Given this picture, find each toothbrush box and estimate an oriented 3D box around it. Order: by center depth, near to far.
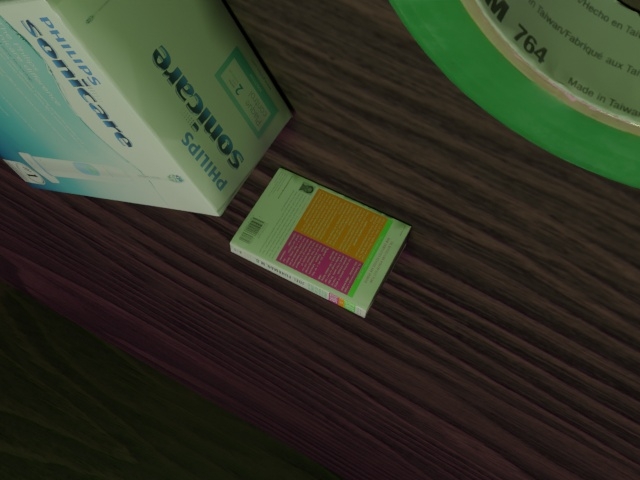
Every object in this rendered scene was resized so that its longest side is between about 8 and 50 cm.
[{"bbox_3d":[-0.206,-0.146,0.649,0.295,0.126,0.216,10,147,41],"label":"toothbrush box"}]

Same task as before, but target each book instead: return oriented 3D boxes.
[{"bbox_3d":[0.000,0.000,0.720,0.144,0.096,0.035,27,156,12],"label":"book"}]

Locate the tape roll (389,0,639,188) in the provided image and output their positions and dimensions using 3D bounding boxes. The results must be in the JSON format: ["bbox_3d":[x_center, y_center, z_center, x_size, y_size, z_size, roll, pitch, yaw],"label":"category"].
[{"bbox_3d":[0.164,-0.141,0.290,0.321,0.077,0.321,26,154,13],"label":"tape roll"}]
